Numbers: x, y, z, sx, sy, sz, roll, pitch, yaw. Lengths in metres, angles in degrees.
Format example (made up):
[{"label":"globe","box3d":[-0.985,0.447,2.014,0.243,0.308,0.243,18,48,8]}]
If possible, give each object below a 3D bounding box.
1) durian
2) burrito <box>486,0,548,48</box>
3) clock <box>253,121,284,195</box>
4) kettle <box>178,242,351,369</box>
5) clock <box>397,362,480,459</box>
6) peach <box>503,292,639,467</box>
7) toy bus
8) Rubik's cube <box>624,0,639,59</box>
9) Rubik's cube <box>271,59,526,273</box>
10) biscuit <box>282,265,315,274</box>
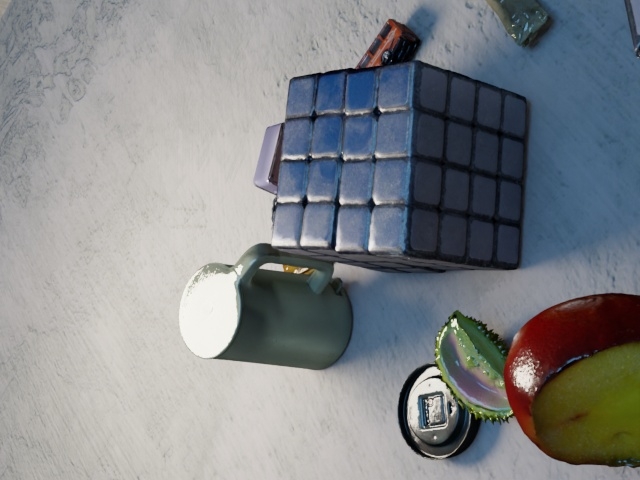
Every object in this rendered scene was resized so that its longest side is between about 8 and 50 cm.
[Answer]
[{"label":"durian","box3d":[0.300,0.238,1.929,0.221,0.095,0.137,52,125,30]},{"label":"burrito","box3d":[0.346,-0.479,2.046,0.082,0.059,0.275,-45,53,21]},{"label":"clock","box3d":[-0.037,-0.150,2.254,0.073,0.193,0.145,-3,69,52]},{"label":"kettle","box3d":[-0.093,0.147,2.180,0.265,0.318,0.205,-23,65,41]},{"label":"clock","box3d":[0.226,0.325,2.024,0.184,0.040,0.185,-11,75,44]},{"label":"peach","box3d":[0.463,0.220,1.655,0.338,0.281,0.281,5,86,45]},{"label":"toy bus","box3d":[0.117,-0.351,2.246,0.235,0.073,0.096,-54,41,23]},{"label":"Rubik's cube","box3d":[0.619,-0.401,1.617,0.259,0.260,0.255,-24,65,43]},{"label":"Rubik's cube","box3d":[0.150,-0.120,1.972,0.337,0.343,0.345,1,84,45]},{"label":"biscuit","box3d":[0.000,0.000,2.321,0.247,0.029,0.118,-34,52,36]}]
